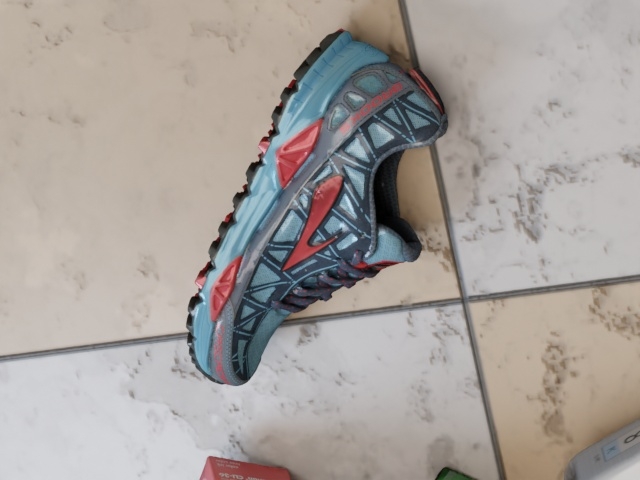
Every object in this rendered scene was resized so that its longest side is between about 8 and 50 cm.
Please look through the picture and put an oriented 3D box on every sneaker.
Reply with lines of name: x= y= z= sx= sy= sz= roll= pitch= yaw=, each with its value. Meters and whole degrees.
sneaker: x=0.000 y=0.000 z=1.209 sx=0.125 sy=0.104 sz=0.262 roll=28 pitch=113 yaw=7

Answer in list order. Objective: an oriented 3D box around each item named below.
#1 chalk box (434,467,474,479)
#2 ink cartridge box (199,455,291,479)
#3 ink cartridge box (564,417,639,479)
chalk box: x=0.090 y=0.266 z=1.195 sx=0.132 sy=0.213 sz=0.132 roll=25 pitch=112 yaw=11
ink cartridge box: x=-0.051 y=0.251 z=1.247 sx=0.067 sy=0.198 sz=0.115 roll=13 pitch=113 yaw=-19
ink cartridge box: x=0.396 y=0.187 z=1.159 sx=0.385 sy=0.091 sz=0.308 roll=-30 pitch=94 yaw=7
